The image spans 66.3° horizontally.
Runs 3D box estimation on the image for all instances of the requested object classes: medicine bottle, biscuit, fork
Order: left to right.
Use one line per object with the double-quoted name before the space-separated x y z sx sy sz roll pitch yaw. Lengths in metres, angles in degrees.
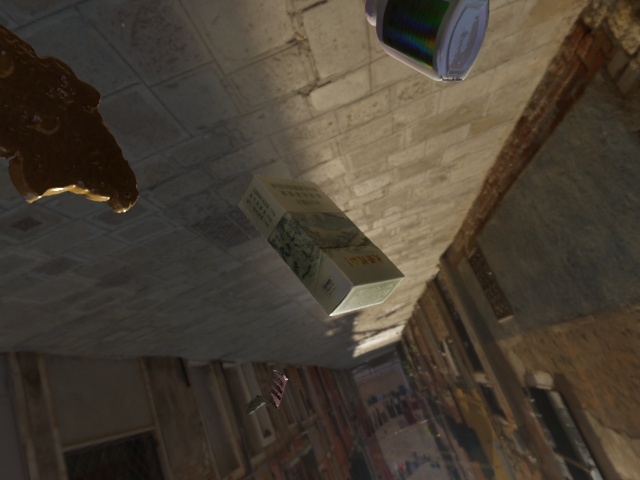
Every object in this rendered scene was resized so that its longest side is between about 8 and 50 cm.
"biscuit" -0.273 -0.122 0.469 0.035 0.163 0.250 -20 125 21
"fork" -0.033 0.091 0.281 0.012 0.016 0.115 24 151 -4
"medicine bottle" 0.142 -0.319 0.711 0.077 0.219 0.115 -9 128 -25

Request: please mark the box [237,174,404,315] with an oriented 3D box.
"box" 0.000 0.000 0.815 0.164 0.256 0.069 -3 134 -53
